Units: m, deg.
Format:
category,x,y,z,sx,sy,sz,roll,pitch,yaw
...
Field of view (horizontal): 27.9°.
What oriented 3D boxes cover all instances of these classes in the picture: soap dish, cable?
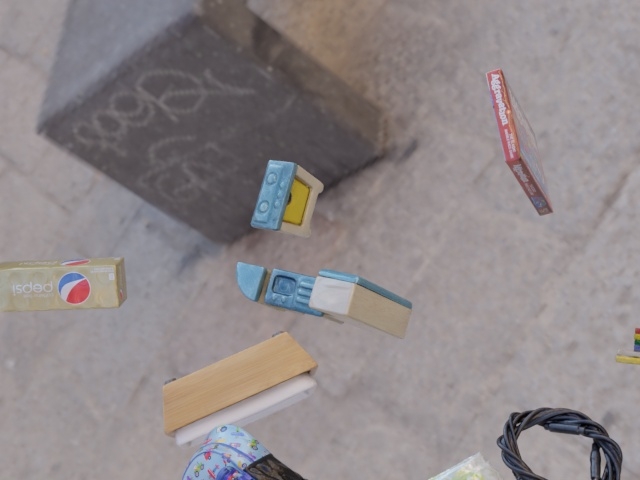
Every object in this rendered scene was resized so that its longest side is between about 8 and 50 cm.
category,x,y,z,sx,sy,sz,roll,pitch,yaw
soap dish,-0.150,0.272,2.333,0.291,0.118,0.229,-24,-9,-6
cable,0.340,0.302,1.840,0.150,0.047,0.184,-31,50,-9

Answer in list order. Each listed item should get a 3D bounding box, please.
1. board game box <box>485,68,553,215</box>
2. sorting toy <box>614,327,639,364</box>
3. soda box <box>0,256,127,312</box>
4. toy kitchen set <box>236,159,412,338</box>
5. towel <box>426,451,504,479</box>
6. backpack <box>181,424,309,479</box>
category,x,y,z,sx,sy,sz,roll,pitch,yaw
board game box,0.307,-0.144,1.969,0.027,0.281,0.145,-16,71,15
sorting toy,0.482,0.144,1.730,0.132,0.274,0.046,5,90,33
soda box,-0.358,0.060,1.745,0.058,0.181,0.061,-77,-15,-78
toy kitchen set,0.000,0.000,1.424,0.207,0.122,0.166,10,81,36
towel,0.157,0.494,1.593,0.320,0.090,0.374,-31,76,8
backpack,-0.124,0.355,1.815,0.173,0.117,0.158,40,121,18
